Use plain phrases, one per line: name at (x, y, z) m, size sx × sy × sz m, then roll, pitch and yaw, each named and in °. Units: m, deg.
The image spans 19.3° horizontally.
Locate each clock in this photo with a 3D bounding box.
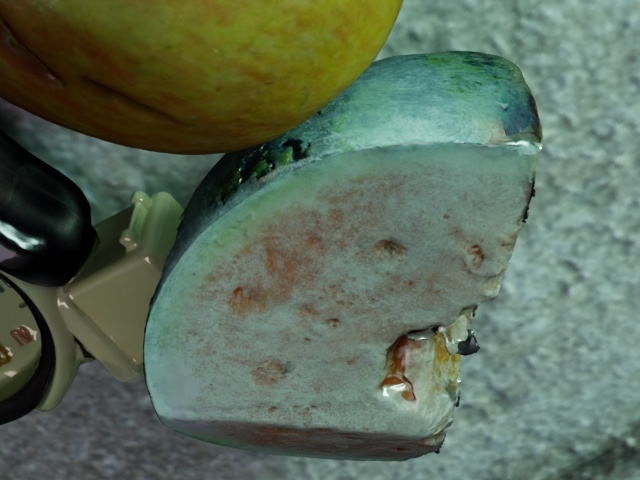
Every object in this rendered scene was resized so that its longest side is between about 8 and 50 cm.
clock at (-0.249, -0.048, 1.096) m, size 0.276 × 0.120 × 0.379 m, roll -24°, pitch 124°, yaw 23°

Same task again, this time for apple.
apple at (-0.070, -0.164, 0.898) m, size 0.264 × 0.264 × 0.264 m, roll 2°, pitch 125°, yaw 4°

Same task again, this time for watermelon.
watermelon at (0.001, -0.005, 1.046) m, size 0.188 × 0.175 × 0.322 m, roll 9°, pitch 134°, yaw -10°
